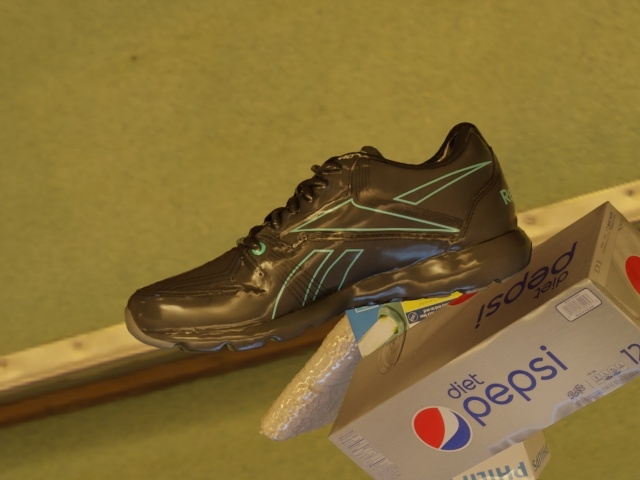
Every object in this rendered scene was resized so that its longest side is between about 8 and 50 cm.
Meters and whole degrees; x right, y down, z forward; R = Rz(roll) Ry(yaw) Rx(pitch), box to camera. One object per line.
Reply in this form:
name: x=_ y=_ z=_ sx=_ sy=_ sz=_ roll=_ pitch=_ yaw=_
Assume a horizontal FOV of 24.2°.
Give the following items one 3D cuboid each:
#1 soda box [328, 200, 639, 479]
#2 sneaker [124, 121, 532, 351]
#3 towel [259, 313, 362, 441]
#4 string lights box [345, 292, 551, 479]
soda box: x=0.137 y=0.091 z=1.136 sx=0.091 sy=0.098 sz=0.286 roll=42 pitch=130 yaw=-14
sneaker: x=0.000 y=0.000 z=0.950 sx=0.267 sy=0.101 sz=0.106 roll=-15 pitch=99 yaw=-16
towel: x=0.040 y=0.144 z=1.724 sx=0.049 sy=0.282 sz=0.187 roll=41 pitch=105 yaw=14
string lights box: x=0.120 y=0.121 z=1.475 sx=0.133 sy=0.077 sz=0.259 roll=-18 pitch=94 yaw=22
